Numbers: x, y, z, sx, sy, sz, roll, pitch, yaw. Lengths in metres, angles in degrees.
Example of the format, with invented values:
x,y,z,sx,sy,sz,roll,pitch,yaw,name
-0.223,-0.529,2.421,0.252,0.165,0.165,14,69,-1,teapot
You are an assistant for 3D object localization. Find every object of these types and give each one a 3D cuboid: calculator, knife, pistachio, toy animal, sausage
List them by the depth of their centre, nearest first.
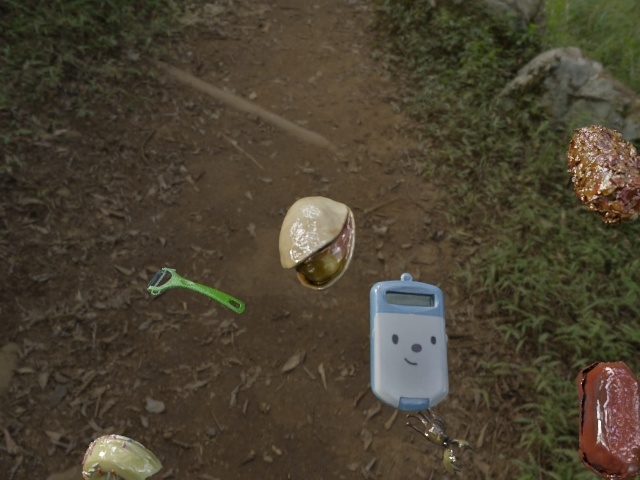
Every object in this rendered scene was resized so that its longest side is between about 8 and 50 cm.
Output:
x,y,z,sx,sy,sz,roll,pitch,yaw,name
0.344,0.213,0.709,0.076,0.076,0.141,9,61,3,sausage
0.133,0.151,0.909,0.121,0.039,0.210,7,70,-14,calculator
-0.208,0.089,1.026,0.166,0.022,0.078,18,37,2,knife
0.000,0.000,1.414,0.187,0.187,0.299,4,28,-2,pistachio
0.336,0.545,1.684,0.186,0.094,0.214,39,9,7,toy animal

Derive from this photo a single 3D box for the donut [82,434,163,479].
x,y,z,sx,sy,sz,roll,pitch,yaw,name
-0.385,0.417,1.113,0.166,0.108,0.065,-23,24,29,donut

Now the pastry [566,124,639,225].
x,y,z,sx,sy,sz,roll,pitch,yaw,name
0.365,-0.091,0.781,0.063,0.087,0.169,26,35,-17,pastry
